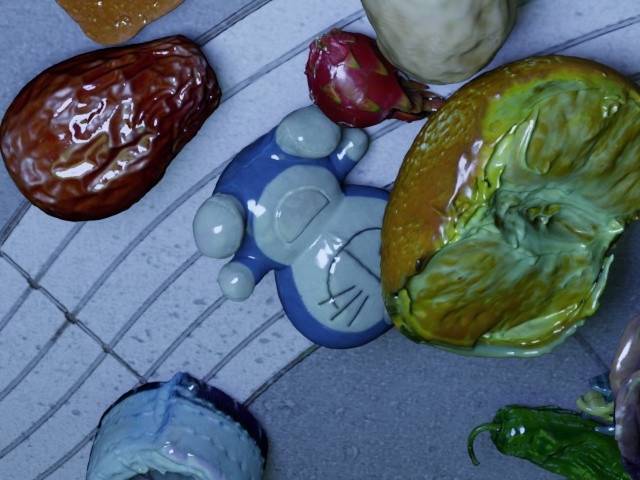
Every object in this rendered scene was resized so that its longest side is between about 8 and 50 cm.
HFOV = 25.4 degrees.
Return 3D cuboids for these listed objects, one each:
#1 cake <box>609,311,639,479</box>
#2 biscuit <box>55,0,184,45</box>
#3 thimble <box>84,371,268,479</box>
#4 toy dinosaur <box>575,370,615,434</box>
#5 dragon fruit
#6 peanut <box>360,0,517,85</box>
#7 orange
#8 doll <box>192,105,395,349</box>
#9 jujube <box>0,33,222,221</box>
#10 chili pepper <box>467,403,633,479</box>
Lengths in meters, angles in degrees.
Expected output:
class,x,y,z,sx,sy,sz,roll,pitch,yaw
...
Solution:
class,x,y,z,sx,sy,sz,roll,pitch,yaw
cake,0.470,0.155,1.503,0.321,0.332,0.332,-35,120,29
biscuit,-0.198,-0.293,1.352,0.192,0.036,0.186,-31,120,28
thimble,-0.182,0.289,1.787,0.237,0.150,0.237,2,130,3
toy dinosaur,0.443,0.189,1.688,0.259,0.094,0.153,16,128,-16
dragon fruit,0.059,-0.144,1.431,0.190,0.094,0.094,27,129,-32
peanut,0.115,-0.301,1.236,0.192,0.169,0.387,3,135,-3
orange,0.196,-0.034,1.426,0.263,0.196,0.334,15,107,-22
doll,0.000,0.000,1.504,0.258,0.228,0.154,42,167,-14
jujube,-0.209,-0.119,1.437,0.236,0.168,0.168,-32,123,8
chili pepper,0.309,0.258,1.768,0.257,0.074,0.100,22,129,-15
